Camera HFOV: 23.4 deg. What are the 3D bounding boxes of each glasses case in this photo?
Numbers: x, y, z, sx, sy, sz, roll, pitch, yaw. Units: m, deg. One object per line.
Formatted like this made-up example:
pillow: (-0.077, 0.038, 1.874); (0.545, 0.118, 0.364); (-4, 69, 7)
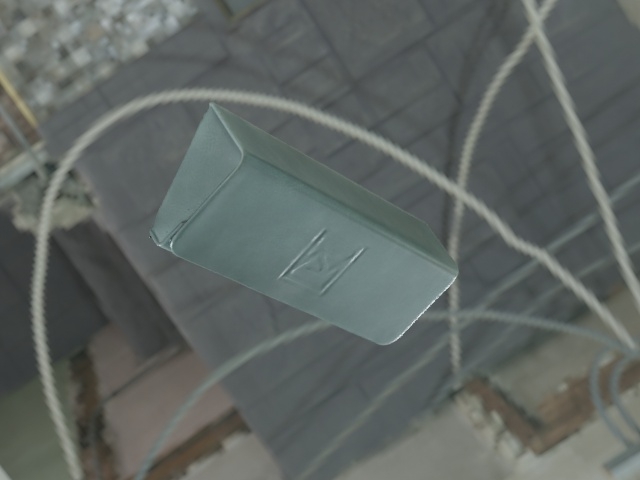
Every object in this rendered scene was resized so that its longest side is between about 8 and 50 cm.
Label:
glasses case: (0.000, 0.000, 1.116); (0.056, 0.266, 0.105); (23, -92, 42)
